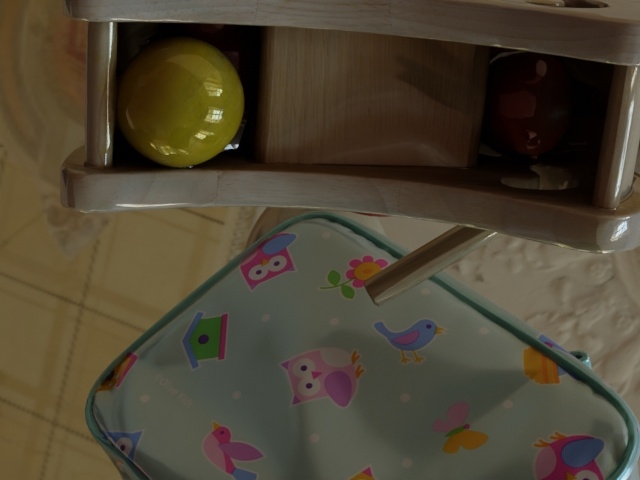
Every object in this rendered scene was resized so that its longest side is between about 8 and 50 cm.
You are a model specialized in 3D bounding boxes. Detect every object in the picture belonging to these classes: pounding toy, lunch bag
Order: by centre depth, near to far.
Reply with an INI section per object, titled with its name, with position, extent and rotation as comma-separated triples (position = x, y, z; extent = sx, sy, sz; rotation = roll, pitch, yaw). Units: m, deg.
[pounding toy]
position = 0.038, -0.022, 0.442
extent = 0.270, 0.154, 0.154
rotation = -1, -71, -18
[lunch bag]
position = 0.030, 0.117, 0.651
extent = 0.224, 0.108, 0.279
rotation = -41, -126, -20

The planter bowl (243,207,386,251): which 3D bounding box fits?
[planter bowl]
position = 0.000, 0.000, 1.234
extent = 0.162, 0.162, 0.109
rotation = -4, -116, 23
